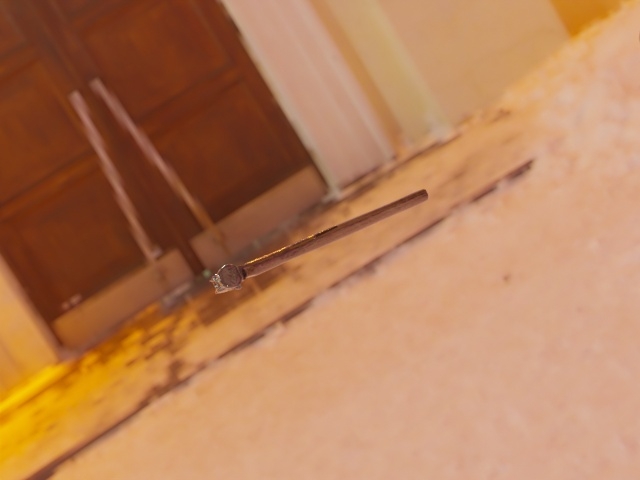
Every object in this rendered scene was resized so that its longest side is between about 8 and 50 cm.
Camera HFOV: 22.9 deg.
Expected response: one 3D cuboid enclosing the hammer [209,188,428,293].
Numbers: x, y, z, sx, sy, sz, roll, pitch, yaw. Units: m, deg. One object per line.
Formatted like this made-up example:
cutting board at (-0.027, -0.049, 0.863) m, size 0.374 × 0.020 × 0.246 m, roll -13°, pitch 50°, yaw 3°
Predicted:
hammer at (0.000, 0.000, 1.186) m, size 0.182 × 0.017 × 0.062 m, roll -23°, pitch -3°, yaw -17°
